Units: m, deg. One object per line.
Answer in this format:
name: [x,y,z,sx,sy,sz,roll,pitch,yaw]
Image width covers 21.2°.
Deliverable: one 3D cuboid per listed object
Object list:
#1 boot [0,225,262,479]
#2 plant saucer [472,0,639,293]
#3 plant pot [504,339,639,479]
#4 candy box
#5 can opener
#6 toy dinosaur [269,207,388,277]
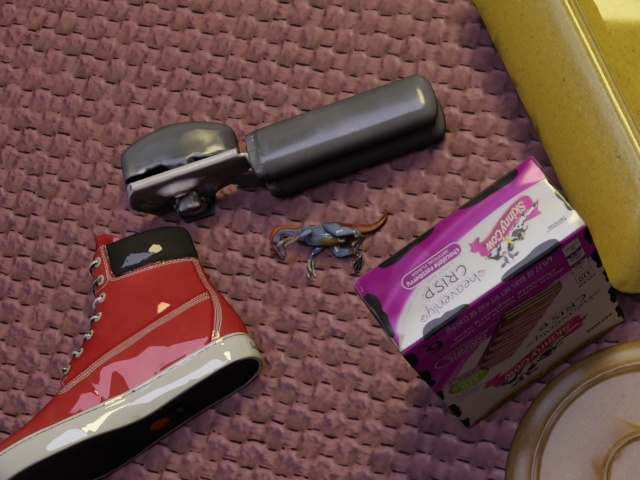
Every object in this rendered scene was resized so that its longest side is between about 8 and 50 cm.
boot: [-0.193,0.095,1.443,0.244,0.088,0.176,-31,65,-5]
plant saucer: [0.319,-0.170,1.351,0.333,0.081,0.332,-23,71,0]
plant pot: [0.255,0.185,1.307,0.236,0.032,0.236,-5,70,15]
candy box: [0.133,0.047,1.280,0.159,0.233,0.071,-36,66,3]
can opener: [-0.039,-0.091,1.466,0.284,0.076,0.095,-19,68,8]
toy dinosaur: [0.000,0.000,1.454,0.082,0.047,0.090,23,46,31]
